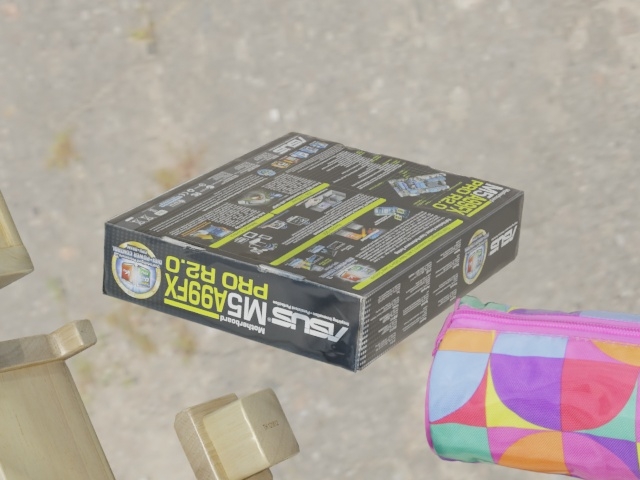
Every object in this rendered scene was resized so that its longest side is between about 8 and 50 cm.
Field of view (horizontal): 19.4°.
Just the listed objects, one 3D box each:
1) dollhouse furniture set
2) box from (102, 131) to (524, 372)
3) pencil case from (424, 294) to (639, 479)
[{"bbox_3d":[-0.090,0.060,0.589,0.101,0.161,0.182,-28,81,25],"label":"dollhouse furniture set"},{"bbox_3d":[0.000,0.000,1.398,0.216,0.270,0.060,16,115,25],"label":"box"},{"bbox_3d":[0.175,0.082,1.019,0.236,0.104,0.104,1,103,20],"label":"pencil case"}]
